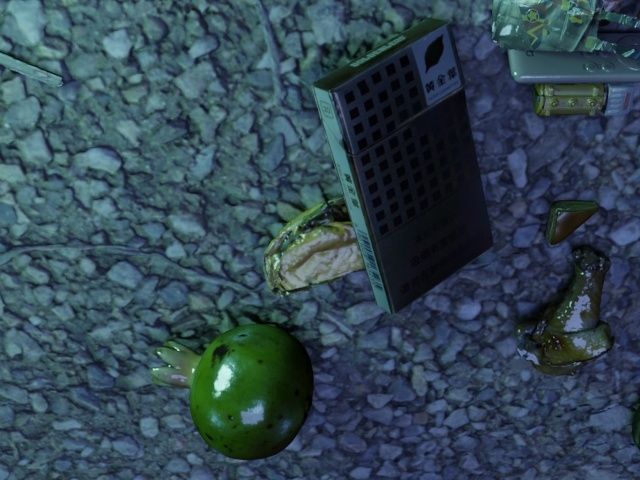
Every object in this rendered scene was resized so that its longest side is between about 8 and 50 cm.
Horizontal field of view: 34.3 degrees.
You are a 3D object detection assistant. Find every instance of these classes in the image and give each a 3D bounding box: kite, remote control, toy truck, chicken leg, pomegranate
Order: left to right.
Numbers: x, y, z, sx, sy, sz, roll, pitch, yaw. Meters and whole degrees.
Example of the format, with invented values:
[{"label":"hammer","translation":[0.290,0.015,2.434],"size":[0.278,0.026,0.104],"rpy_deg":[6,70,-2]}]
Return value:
[{"label":"pomegranate","translation":[-0.121,0.196,1.408],"size":[0.225,0.187,0.187],"rpy_deg":[18,124,14]},{"label":"chicken leg","translation":[0.353,0.109,1.434],"size":[0.125,0.080,0.196],"rpy_deg":[30,116,-7]},{"label":"toy truck","translation":[0.315,-0.177,1.249],"size":[0.123,0.062,0.052],"rpy_deg":[0,122,-4]},{"label":"kite","translation":[0.301,-0.252,1.145],"size":[0.245,0.015,0.141],"rpy_deg":[24,124,24]},{"label":"remote control","translation":[0.352,-0.218,1.223],"size":[0.261,0.067,0.029],"rpy_deg":[-1,155,-4]}]

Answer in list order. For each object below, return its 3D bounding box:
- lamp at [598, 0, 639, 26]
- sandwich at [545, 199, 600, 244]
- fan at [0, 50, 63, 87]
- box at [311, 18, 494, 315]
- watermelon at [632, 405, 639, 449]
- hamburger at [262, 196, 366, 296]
[{"label":"lamp","translation":[0.386,-0.308,1.134],"size":[0.118,0.118,0.253],"rpy_deg":[19,125,-16]},{"label":"sandwich","translation":[0.322,-0.031,1.364],"size":[0.044,0.031,0.083],"rpy_deg":[36,112,-29]},{"label":"fan","translation":[-0.475,-0.230,1.184],"size":[0.223,0.012,0.294],"rpy_deg":[-32,119,16]},{"label":"box","translation":[0.109,-0.084,1.256],"size":[0.180,0.047,0.324],"rpy_deg":[-32,126,-21]},{"label":"watermelon","translation":[0.509,0.279,1.556],"size":[0.078,0.078,0.110],"rpy_deg":[6,124,-8]},{"label":"hamburger","translation":[0.003,-0.007,1.327],"size":[0.176,0.087,0.102],"rpy_deg":[-18,111,-2]}]
